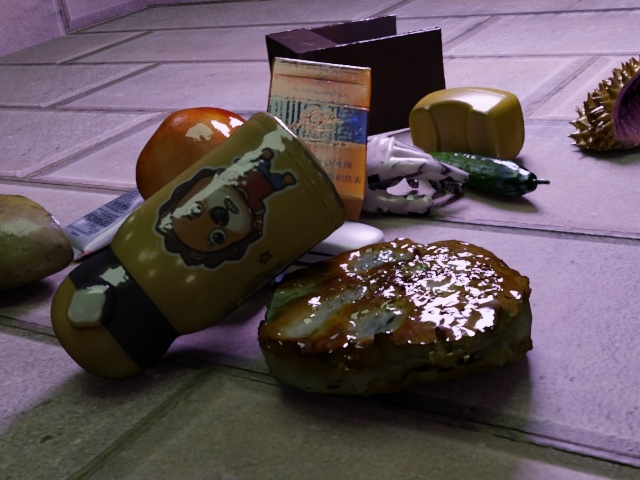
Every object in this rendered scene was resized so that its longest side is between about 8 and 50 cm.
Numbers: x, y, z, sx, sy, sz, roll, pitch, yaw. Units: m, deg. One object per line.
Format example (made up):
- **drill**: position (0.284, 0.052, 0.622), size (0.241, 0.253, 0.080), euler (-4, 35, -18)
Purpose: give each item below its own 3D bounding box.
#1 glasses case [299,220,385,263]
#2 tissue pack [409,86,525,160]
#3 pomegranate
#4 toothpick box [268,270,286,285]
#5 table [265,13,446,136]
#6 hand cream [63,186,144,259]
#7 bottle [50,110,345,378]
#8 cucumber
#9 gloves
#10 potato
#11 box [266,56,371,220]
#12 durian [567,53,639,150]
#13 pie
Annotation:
- **glasses case**: position (0.000, 0.000, 1.287), size (0.193, 0.049, 0.074), euler (6, 27, 36)
- **tissue pack**: position (0.245, -0.188, 1.526), size (0.178, 0.123, 0.127), euler (9, 33, 39)
- **pomegranate**: position (-0.178, -0.103, 1.409), size (0.209, 0.209, 0.209), euler (-9, 23, 4)
- **toothpick box**: position (-0.130, 0.017, 1.239), size (0.153, 0.101, 0.101), euler (-4, 24, 11)
- **table**: position (0.067, -0.314, 1.820), size (0.281, 0.196, 0.250), euler (-14, 22, -14)
- **hand cream**: position (-0.285, -0.059, 1.546), size (0.340, 0.078, 0.124), euler (-34, 32, -28)
- **bottle**: position (-0.150, 0.020, 1.082), size (0.351, 0.172, 0.171), euler (-40, 31, -12)
- **cucumber**: position (0.249, -0.099, 1.412), size (0.056, 0.056, 0.250), euler (-24, 26, -29)
- **gloves**: position (0.115, -0.102, 1.413), size (0.212, 0.111, 0.127), euler (-9, 20, 19)
- **potato**: position (-0.489, 0.006, 1.372), size (0.298, 0.141, 0.176), euler (8, 41, 21)
- **box**: position (-0.007, -0.151, 1.359), size (0.152, 0.070, 0.237), euler (6, 58, -3)
- **durian**: position (0.520, -0.224, 1.529), size (0.260, 0.154, 0.186), euler (-15, -2, -30)
- **pie**: position (0.084, 0.076, 1.009), size (0.288, 0.103, 0.355), euler (-8, 16, 6)
